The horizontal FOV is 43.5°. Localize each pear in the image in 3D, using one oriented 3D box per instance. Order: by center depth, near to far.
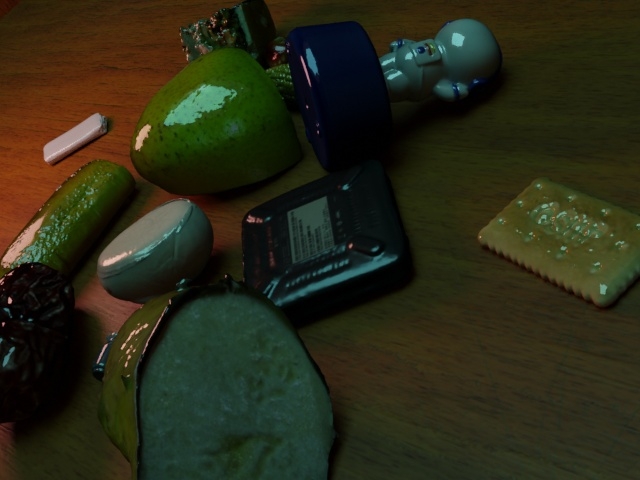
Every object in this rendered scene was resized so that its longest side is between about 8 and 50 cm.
[{"bbox_3d":[-0.248,-0.235,1.652,0.318,0.239,0.342,-32,37,-14],"label":"pear"}]

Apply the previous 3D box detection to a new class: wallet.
[{"bbox_3d":[-0.645,-0.269,2.117,0.190,0.033,0.095,-32,39,1],"label":"wallet"}]

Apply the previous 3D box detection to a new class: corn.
[{"bbox_3d":[-0.016,-0.333,1.706,0.310,0.101,0.101,18,59,44],"label":"corn"}]

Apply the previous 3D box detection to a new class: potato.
[{"bbox_3d":[-0.172,0.257,1.120,0.296,0.289,0.397,-27,69,54],"label":"potato"}]

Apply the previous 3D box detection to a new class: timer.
[{"bbox_3d":[0.150,-0.301,1.481,0.383,0.270,0.270,-16,38,-5],"label":"timer"}]

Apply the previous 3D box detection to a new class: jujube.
[{"bbox_3d":[-0.553,0.175,1.455,0.216,0.216,0.342,-21,34,13],"label":"jujube"}]

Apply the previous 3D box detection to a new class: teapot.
[{"bbox_3d":[-0.357,0.203,1.395,0.063,0.049,0.083,-8,44,27],"label":"teapot"}]

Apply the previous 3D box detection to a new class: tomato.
[{"bbox_3d":[-0.089,-0.439,1.891,0.087,0.075,0.087,-15,42,14],"label":"tomato"}]

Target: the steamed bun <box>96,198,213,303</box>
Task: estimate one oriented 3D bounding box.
[{"bbox_3d":[-0.294,0.031,1.473,0.228,0.131,0.177,-35,28,-2],"label":"steamed bun"}]

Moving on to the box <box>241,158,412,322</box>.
[{"bbox_3d":[0.000,0.000,1.355,0.288,0.073,0.290,-22,39,12],"label":"box"}]

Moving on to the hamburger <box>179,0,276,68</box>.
[{"bbox_3d":[-0.214,-0.472,1.938,0.167,0.192,0.288,-9,18,19],"label":"hamburger"}]

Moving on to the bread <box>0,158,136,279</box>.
[{"bbox_3d":[-0.554,-0.034,1.734,0.166,0.112,0.384,3,49,37],"label":"bread"}]

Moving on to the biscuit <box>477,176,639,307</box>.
[{"bbox_3d":[0.359,-0.008,1.156,0.160,0.030,0.249,-41,39,-12],"label":"biscuit"}]
